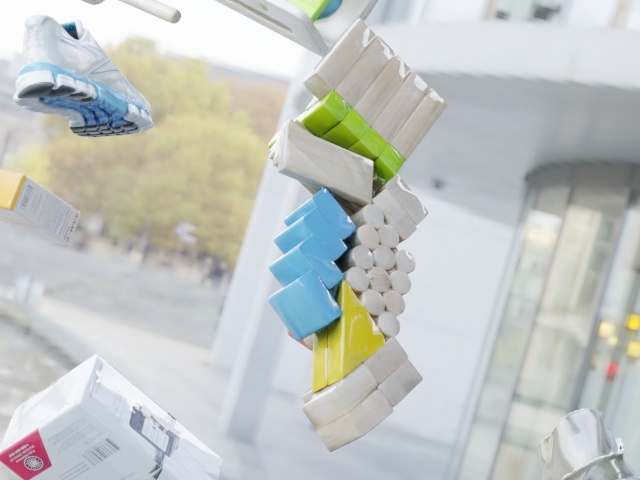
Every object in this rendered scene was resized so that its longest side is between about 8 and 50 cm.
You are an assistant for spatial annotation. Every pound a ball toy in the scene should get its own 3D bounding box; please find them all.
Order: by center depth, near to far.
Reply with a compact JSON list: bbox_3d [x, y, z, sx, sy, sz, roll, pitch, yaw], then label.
[{"bbox_3d":[-0.111,-0.295,1.905,0.319,0.208,0.136,30,-10,27],"label":"pound a ball toy"}]

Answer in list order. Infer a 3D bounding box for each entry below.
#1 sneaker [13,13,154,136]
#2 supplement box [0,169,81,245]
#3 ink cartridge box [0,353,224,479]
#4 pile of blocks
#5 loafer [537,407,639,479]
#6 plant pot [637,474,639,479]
[{"bbox_3d":[-0.191,-0.137,1.401,0.071,0.083,0.191,-9,-13,14],"label":"sneaker"},{"bbox_3d":[-0.274,-0.033,1.559,0.062,0.036,0.098,12,-15,29],"label":"supplement box"},{"bbox_3d":[-0.170,0.180,1.391,0.109,0.063,0.150,-33,-65,30],"label":"ink cartridge box"},{"bbox_3d":[0.000,0.000,1.349,0.149,0.362,0.112,24,-35,-26],"label":"pile of blocks"},{"bbox_3d":[0.217,0.195,1.446,0.087,0.094,0.251,61,3,7],"label":"loafer"},{"bbox_3d":[0.267,0.372,1.679,0.166,0.234,0.165,-11,31,-33],"label":"plant pot"}]
